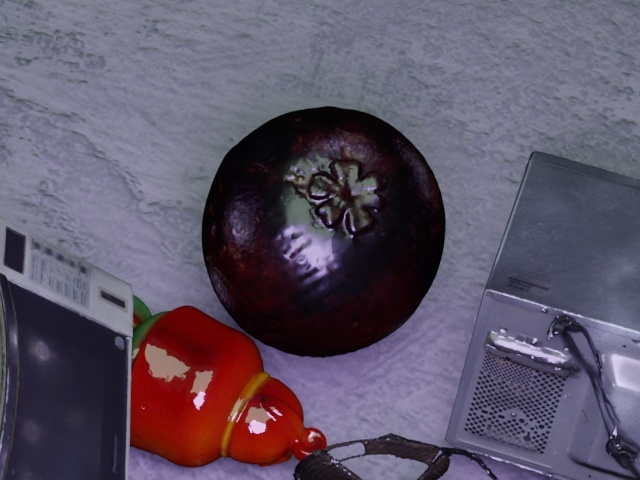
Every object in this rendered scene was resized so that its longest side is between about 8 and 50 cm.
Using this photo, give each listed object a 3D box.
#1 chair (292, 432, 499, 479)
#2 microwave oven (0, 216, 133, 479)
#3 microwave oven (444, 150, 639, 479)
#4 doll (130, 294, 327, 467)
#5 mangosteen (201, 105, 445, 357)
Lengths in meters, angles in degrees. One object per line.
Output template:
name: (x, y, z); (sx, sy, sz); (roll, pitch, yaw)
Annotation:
chair: (0.088, 0.284, 1.912); (0.213, 0.174, 0.149); (40, 62, 10)
microwave oven: (-0.369, 0.224, 1.788); (0.333, 0.247, 0.394); (-20, 55, 27)
microwave oven: (0.397, 0.125, 1.961); (0.432, 0.236, 0.374); (16, 35, 8)
doll: (-0.156, 0.167, 1.976); (0.363, 0.160, 0.183); (24, 47, 13)
mangosteen: (-0.003, -0.010, 2.008); (0.297, 0.293, 0.297); (0, 89, -23)
